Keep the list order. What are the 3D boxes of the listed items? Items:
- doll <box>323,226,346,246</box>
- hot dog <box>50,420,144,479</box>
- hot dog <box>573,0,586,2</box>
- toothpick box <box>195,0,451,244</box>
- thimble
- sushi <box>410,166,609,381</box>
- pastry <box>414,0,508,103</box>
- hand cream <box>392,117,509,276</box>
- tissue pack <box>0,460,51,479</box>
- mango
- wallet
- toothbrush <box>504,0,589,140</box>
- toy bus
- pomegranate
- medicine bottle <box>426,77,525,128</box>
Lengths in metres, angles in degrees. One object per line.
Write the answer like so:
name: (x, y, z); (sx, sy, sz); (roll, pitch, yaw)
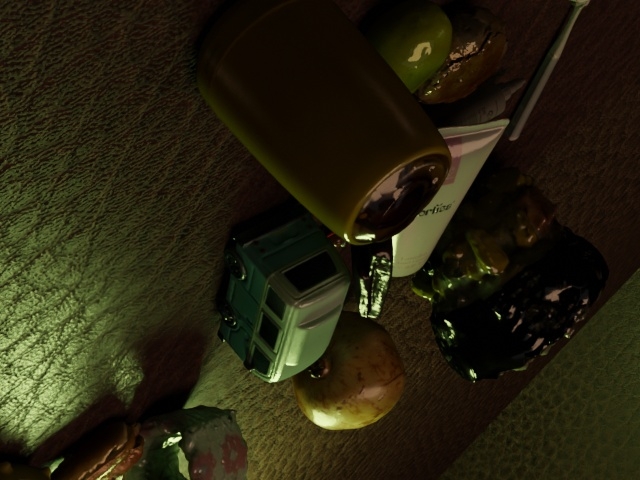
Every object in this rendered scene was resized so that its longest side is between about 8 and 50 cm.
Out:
doll: (0.003, -0.004, 1.638); (0.058, 0.040, 0.085); (-34, 160, 13)
hot dog: (-0.390, 0.382, 1.695); (0.269, 0.072, 0.109); (-38, 156, -8)
hot dog: (0.391, -0.413, 1.463); (0.099, 0.053, 0.192); (-24, 150, -36)
toothpick box: (0.009, -0.126, 1.108); (0.175, 0.271, 0.175); (-33, 157, -16)
thimble: (-0.224, 0.375, 1.794); (0.149, 0.185, 0.211); (-2, 122, -59)
sushi: (0.308, 0.057, 1.907); (0.328, 0.285, 0.328); (-41, -173, -7)
pastry: (0.180, -0.241, 1.411); (0.153, 0.081, 0.153); (-37, 160, -16)
hand cream: (0.147, -0.067, 1.589); (0.185, 0.118, 0.359); (-9, 155, -15)
tissue pack: (-0.453, 0.388, 1.536); (0.127, 0.123, 0.178); (-38, 157, 5)
mango: (0.096, -0.228, 1.311); (0.117, 0.089, 0.163); (-25, 166, -41)
wallet: (0.062, -0.029, 1.469); (0.049, 0.229, 0.182); (-2, 148, -5)
toothbrush: (0.361, -0.279, 1.697); (0.030, 0.025, 0.342); (-20, 151, -26)
toy bus: (-0.054, 0.095, 1.561); (0.133, 0.165, 0.271); (-27, 154, -28)
pomegranate: (0.038, 0.233, 1.899); (0.215, 0.215, 0.215); (-33, 157, -16)
medicine bottle: (0.235, -0.202, 1.601); (0.199, 0.058, 0.058); (-29, 155, -24)
